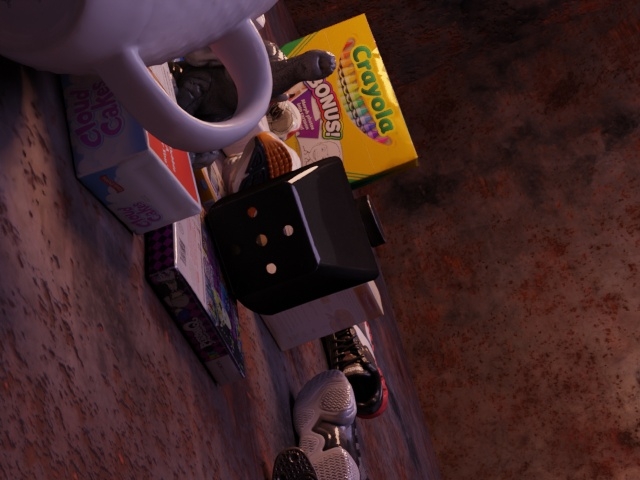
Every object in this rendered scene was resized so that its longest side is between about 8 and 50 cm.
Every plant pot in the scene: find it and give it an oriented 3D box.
[{"bbox_3d":[-0.052,-0.004,1.530,0.188,0.188,0.167,72,17,5],"label":"plant pot"}]

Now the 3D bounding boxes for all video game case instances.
[{"bbox_3d":[-0.161,0.036,1.425,0.232,0.042,0.210,-102,169,-50],"label":"video game case"}]

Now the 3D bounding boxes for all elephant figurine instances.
[{"bbox_3d":[-0.114,-0.209,1.472,0.186,0.239,0.169,57,-2,16],"label":"elephant figurine"}]

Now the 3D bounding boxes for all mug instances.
[{"bbox_3d":[-0.176,-0.258,1.077,0.374,0.276,0.328,59,33,-9],"label":"mug"}]

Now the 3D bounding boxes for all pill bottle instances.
[{"bbox_3d":[0.000,0.000,1.985,0.123,0.219,0.122,-21,90,-83],"label":"pill bottle"}]

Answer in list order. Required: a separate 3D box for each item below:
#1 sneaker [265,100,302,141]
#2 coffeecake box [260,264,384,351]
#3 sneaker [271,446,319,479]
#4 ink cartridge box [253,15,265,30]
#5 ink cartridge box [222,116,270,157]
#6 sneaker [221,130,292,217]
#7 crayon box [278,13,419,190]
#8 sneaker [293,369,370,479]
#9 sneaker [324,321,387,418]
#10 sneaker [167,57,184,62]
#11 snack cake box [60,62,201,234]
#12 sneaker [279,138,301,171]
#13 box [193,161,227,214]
[{"bbox_3d":[-0.123,-0.305,2.433,0.225,0.088,0.093,53,9,29],"label":"sneaker"},{"bbox_3d":[-0.008,0.088,1.828,0.068,0.186,0.142,-102,169,-49],"label":"coffeecake box"},{"bbox_3d":[-0.025,0.372,1.485,0.071,0.066,0.188,108,-31,-75],"label":"sneaker"},{"bbox_3d":[-0.217,-0.434,1.653,0.283,0.117,0.207,41,27,-53],"label":"ink cartridge box"},{"bbox_3d":[-0.171,-0.264,1.964,0.218,0.092,0.158,60,12,-61],"label":"ink cartridge box"},{"bbox_3d":[-0.120,-0.110,1.802,0.121,0.099,0.262,59,-23,22],"label":"sneaker"},{"bbox_3d":[0.020,-0.291,2.546,0.106,0.313,0.362,31,39,-78],"label":"crayon box"},{"bbox_3d":[0.028,0.342,1.760,0.268,0.101,0.153,-92,162,-49],"label":"sneaker"},{"bbox_3d":[0.064,0.235,2.278,0.135,0.098,0.276,32,39,-81],"label":"sneaker"},{"bbox_3d":[-0.238,-0.300,1.718,0.084,0.058,0.152,63,6,-59],"label":"sneaker"},{"bbox_3d":[-0.228,-0.158,1.291,0.152,0.089,0.264,59,13,-60],"label":"snack cake box"},{"bbox_3d":[-0.081,-0.131,2.341,0.115,0.090,0.232,50,11,-50],"label":"sneaker"},{"bbox_3d":[-0.175,-0.093,1.729,0.136,0.028,0.081,-87,156,-68],"label":"box"}]
